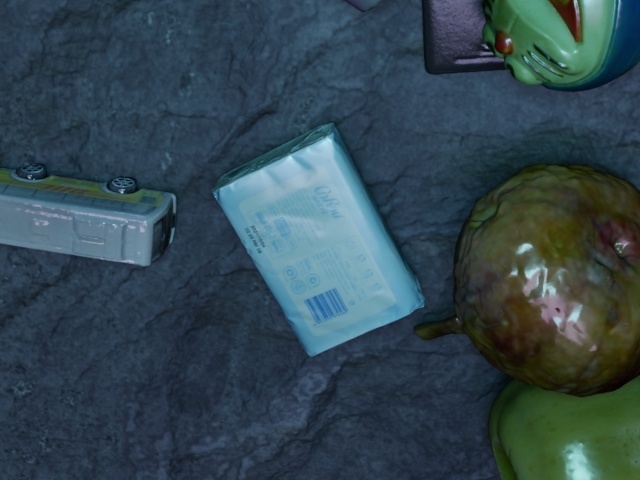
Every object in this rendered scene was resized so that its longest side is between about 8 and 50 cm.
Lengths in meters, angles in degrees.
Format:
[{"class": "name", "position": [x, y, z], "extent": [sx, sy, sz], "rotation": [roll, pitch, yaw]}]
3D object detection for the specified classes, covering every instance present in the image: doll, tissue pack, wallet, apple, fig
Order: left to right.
[{"class": "tissue pack", "position": [0.000, 0.000, 1.344], "extent": [0.177, 0.089, 0.263], "rotation": [-25, 108, 14]}, {"class": "wallet", "position": [0.177, -0.315, 1.215], "extent": [0.124, 0.025, 0.244], "rotation": [-2, 115, 6]}, {"class": "fig", "position": [0.247, 0.061, 1.298], "extent": [0.286, 0.286, 0.369], "rotation": [45, 147, -15]}, {"class": "apple", "position": [0.347, 0.272, 1.347], "extent": [0.279, 0.279, 0.279], "rotation": [2, 115, 4]}, {"class": "doll", "position": [0.284, -0.280, 1.089], "extent": [0.198, 0.186, 0.322], "rotation": [58, 149, 16]}]

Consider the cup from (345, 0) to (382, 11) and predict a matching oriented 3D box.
[{"class": "cup", "position": [-0.023, -0.388, 1.121], "extent": [0.288, 0.203, 0.203], "rotation": [36, 113, -19]}]

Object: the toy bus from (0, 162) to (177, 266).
[{"class": "toy bus", "position": [-0.325, -0.033, 1.344], "extent": [0.268, 0.106, 0.092], "rotation": [9, 117, 0]}]
